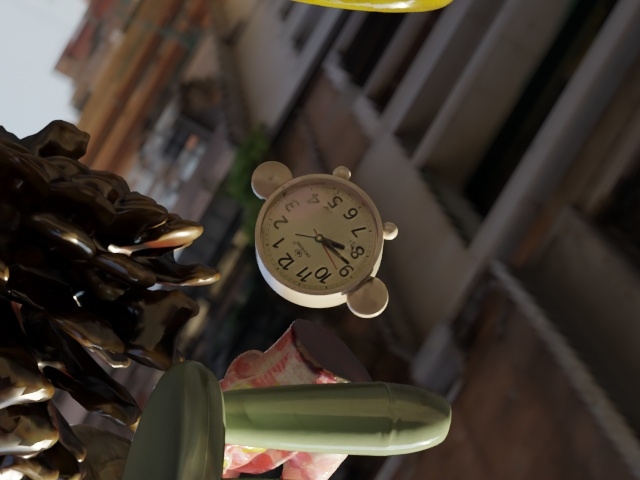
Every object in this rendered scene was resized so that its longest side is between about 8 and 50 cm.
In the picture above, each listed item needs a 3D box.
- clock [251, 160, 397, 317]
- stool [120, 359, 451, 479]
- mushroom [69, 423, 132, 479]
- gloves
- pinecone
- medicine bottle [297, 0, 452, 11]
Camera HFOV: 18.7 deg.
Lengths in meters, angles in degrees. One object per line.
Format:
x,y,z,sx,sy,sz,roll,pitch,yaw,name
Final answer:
0.000,0.000,2.291,0.229,0.155,0.063,49,167,12,clock
-0.021,0.190,1.217,0.198,0.195,0.195,15,-158,-16,stool
-0.190,0.270,1.856,0.226,0.178,0.226,42,-156,-23,mushroom
-0.063,0.179,1.542,0.126,0.241,0.145,48,-164,11,gloves
-0.301,0.052,1.581,0.397,0.398,0.398,30,-171,-5,pinecone
0.036,-0.396,1.606,0.224,0.384,0.224,8,-162,-3,medicine bottle
